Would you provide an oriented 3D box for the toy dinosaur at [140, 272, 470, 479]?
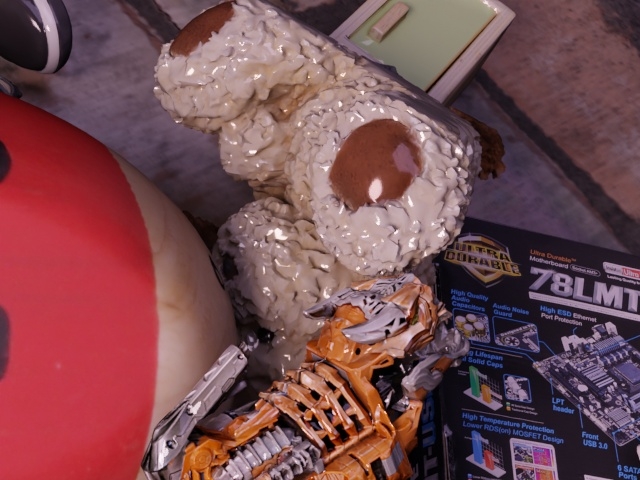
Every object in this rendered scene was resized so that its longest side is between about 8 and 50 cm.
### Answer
[{"bbox_3d":[-0.031,0.170,0.592,0.218,0.322,0.164,46,7,-32],"label":"toy dinosaur"}]

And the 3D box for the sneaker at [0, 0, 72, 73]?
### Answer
[{"bbox_3d":[-0.284,-0.179,0.841,0.234,0.084,0.097,35,52,14],"label":"sneaker"}]

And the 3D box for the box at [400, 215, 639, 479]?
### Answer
[{"bbox_3d":[0.202,0.136,0.831,0.295,0.073,0.293,13,50,-17],"label":"box"}]

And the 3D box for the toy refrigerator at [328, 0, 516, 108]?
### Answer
[{"bbox_3d":[0.051,-0.127,0.945,0.102,0.094,0.269,38,49,4],"label":"toy refrigerator"}]

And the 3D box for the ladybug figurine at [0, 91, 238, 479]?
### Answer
[{"bbox_3d":[-0.231,0.051,0.565,0.449,0.162,0.305,3,82,-31],"label":"ladybug figurine"}]

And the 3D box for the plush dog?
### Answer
[{"bbox_3d":[0.000,0.000,0.751,0.210,0.225,0.262,17,18,-47],"label":"plush dog"}]

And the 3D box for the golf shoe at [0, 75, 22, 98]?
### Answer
[{"bbox_3d":[-0.189,-0.034,0.749,0.198,0.077,0.094,41,7,14],"label":"golf shoe"}]

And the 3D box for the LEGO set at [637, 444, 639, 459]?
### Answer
[{"bbox_3d":[0.341,0.205,0.767,0.244,0.060,0.182,2,60,-26],"label":"LEGO set"}]
